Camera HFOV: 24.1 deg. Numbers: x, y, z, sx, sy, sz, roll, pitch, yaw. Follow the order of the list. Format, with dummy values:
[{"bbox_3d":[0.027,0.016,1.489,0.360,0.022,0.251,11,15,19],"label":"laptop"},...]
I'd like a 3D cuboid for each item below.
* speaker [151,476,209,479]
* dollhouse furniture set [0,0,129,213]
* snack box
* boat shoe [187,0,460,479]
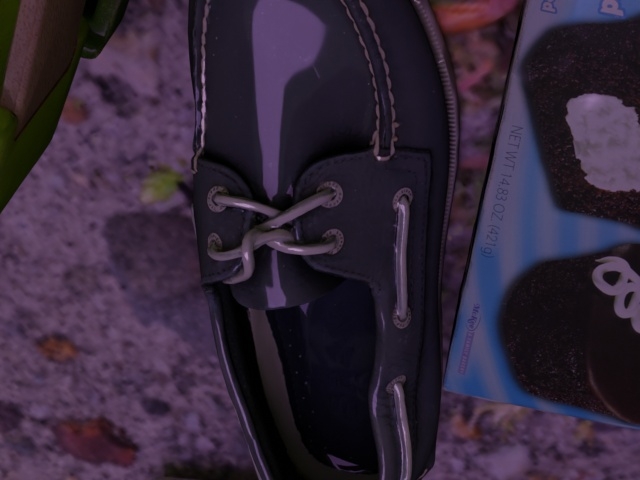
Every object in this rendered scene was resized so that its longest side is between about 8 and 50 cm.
[{"bbox_3d":[-0.025,0.157,0.795,0.136,0.055,0.055,3,122,12],"label":"speaker"},{"bbox_3d":[-0.217,-0.158,0.555,0.301,0.197,0.151,22,125,-2],"label":"dollhouse furniture set"},{"bbox_3d":[0.169,-0.059,0.607,0.187,0.060,0.322,11,123,4],"label":"snack box"},{"bbox_3d":[0.000,0.000,0.662,0.116,0.099,0.319,1,121,15],"label":"boat shoe"}]
